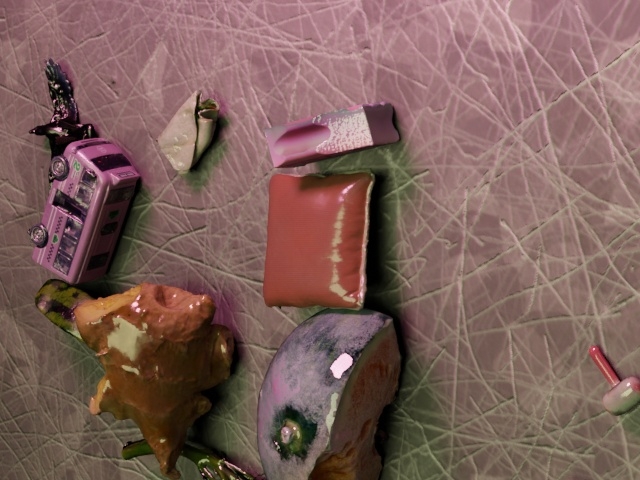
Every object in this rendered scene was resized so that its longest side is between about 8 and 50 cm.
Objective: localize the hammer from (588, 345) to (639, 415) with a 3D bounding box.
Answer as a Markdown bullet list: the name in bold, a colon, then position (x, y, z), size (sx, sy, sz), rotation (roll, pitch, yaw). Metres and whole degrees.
- **hammer**: position (0.332, 0.156, 1.472), size (0.052, 0.031, 0.083), rotation (-43, 66, 27)

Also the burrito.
- **burrito**: position (-0.175, -0.149, 1.767), size (0.074, 0.044, 0.118), rotation (52, 122, 15)

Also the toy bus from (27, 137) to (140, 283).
- **toy bus**: position (-0.339, -0.042, 1.862), size (0.108, 0.096, 0.199), rotation (32, 115, 22)

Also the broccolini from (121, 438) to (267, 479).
- **broccolini**: position (-0.171, 0.353, 1.817), size (0.271, 0.062, 0.123), rotation (15, 89, 26)

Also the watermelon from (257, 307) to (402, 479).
- **watermelon**: position (-0.022, 0.231, 1.632), size (0.188, 0.175, 0.322), rotation (15, 103, 31)

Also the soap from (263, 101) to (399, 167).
- **soap**: position (0.009, -0.130, 1.610), size (0.149, 0.100, 0.056), rotation (-12, 89, 34)

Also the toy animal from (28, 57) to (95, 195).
- **toy animal**: position (-0.385, -0.161, 1.909), size (0.108, 0.062, 0.220), rotation (7, 101, 52)

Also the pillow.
- **pillow**: position (0.000, 0.000, 1.643), size (0.171, 0.075, 0.179), rotation (0, 85, 38)

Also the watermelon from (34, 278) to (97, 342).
- **watermelon**: position (-0.333, 0.123, 1.874), size (0.245, 0.119, 0.063), rotation (27, 76, 22)

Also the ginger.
- **ginger**: position (-0.218, 0.188, 1.772), size (0.219, 0.123, 0.270), rotation (-15, 107, -3)
